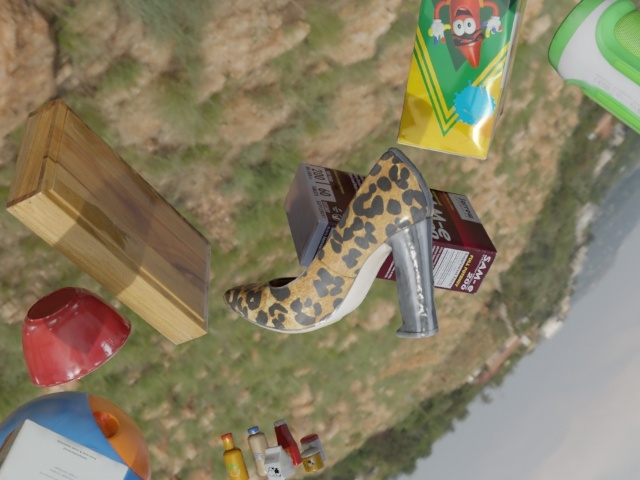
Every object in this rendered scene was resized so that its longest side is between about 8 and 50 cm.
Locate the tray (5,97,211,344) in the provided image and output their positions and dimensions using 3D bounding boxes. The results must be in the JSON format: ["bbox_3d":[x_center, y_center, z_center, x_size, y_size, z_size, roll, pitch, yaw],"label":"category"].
[{"bbox_3d":[-0.322,-0.020,1.492,0.076,0.203,0.411,-20,137,20],"label":"tray"}]

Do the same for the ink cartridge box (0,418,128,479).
[{"bbox_3d":[-0.315,0.308,0.994,0.128,0.127,0.176,-34,-151,56],"label":"ink cartridge box"}]

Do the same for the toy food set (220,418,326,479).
[{"bbox_3d":[-0.086,0.412,1.830,0.232,0.105,0.111,-21,177,38],"label":"toy food set"}]

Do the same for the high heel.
[{"bbox_3d":[0.000,0.000,0.948,0.093,0.261,0.186,-23,109,-57],"label":"high heel"}]

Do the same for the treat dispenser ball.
[{"bbox_3d":[-0.439,0.406,1.590,0.288,0.288,0.288,-42,167,-13],"label":"treat dispenser ball"}]

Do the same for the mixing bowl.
[{"bbox_3d":[-0.407,0.138,1.468,0.181,0.098,0.181,-20,-155,10],"label":"mixing bowl"}]

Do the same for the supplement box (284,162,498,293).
[{"bbox_3d":[0.085,-0.015,1.141,0.239,0.130,0.073,10,124,-21],"label":"supplement box"}]

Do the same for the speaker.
[{"bbox_3d":[0.420,-0.175,1.097,0.131,0.296,0.131,-38,156,-20],"label":"speaker"}]

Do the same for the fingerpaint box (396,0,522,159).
[{"bbox_3d":[0.271,-0.379,1.633,0.445,0.163,0.371,-52,152,-67],"label":"fingerpaint box"}]
